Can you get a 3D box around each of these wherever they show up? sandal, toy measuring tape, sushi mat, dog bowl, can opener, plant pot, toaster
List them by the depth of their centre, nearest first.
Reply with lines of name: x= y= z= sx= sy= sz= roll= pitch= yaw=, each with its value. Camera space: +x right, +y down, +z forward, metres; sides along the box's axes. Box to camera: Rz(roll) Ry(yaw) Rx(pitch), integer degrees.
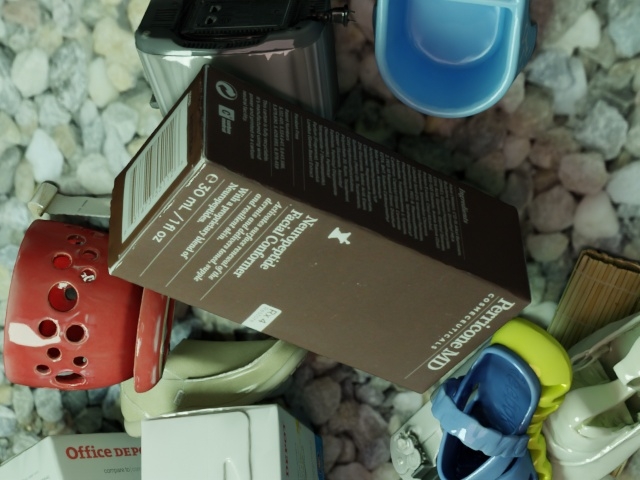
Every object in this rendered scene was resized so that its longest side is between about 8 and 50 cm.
dog bowl: x=0.128 y=-0.247 z=1.371 sx=0.166 sy=0.074 sz=0.297 roll=9 pitch=127 yaw=8
toaster: x=-0.068 y=-0.173 z=1.445 sx=0.227 sy=0.129 sz=0.146 roll=-2 pitch=130 yaw=11
sandal: x=0.175 y=0.220 z=1.551 sx=0.126 sy=0.138 sz=0.317 roll=36 pitch=147 yaw=34
toy measuring tape: x=-0.185 y=-0.066 z=1.570 sx=0.330 sy=0.121 sz=0.121 roll=5 pitch=128 yaw=22
plant pot: x=-0.256 y=0.079 z=1.647 sx=0.174 sy=0.191 sz=0.191 roll=7 pitch=128 yaw=-2
sushi mat: x=0.321 y=0.148 z=1.654 sx=0.151 sy=0.019 sz=0.316 roll=16 pitch=129 yaw=0
can opener: x=0.174 y=0.198 z=1.709 sx=0.093 sy=0.074 sz=0.280 roll=4 pitch=139 yaw=-34

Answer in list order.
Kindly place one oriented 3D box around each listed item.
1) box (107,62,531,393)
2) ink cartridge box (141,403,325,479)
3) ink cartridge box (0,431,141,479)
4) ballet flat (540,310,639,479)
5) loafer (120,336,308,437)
box: x=0.000 y=0.000 z=1.433 sx=0.381 sy=0.143 sz=0.191 roll=21 pitch=133 yaw=-26
ink cartridge box: x=-0.097 y=0.303 z=1.703 sx=0.168 sy=0.171 sz=0.233 roll=-8 pitch=160 yaw=11
ink cartridge box: x=-0.262 y=0.379 z=1.783 sx=0.114 sy=0.273 sz=0.197 roll=-34 pitch=156 yaw=30
ballet flat: x=0.325 y=0.147 z=1.545 sx=0.139 sy=0.139 sz=0.400 roll=37 pitch=124 yaw=-14
loafer: x=-0.140 y=0.159 z=1.726 sx=0.268 sy=0.102 sz=0.092 roll=-23 pitch=101 yaw=24
